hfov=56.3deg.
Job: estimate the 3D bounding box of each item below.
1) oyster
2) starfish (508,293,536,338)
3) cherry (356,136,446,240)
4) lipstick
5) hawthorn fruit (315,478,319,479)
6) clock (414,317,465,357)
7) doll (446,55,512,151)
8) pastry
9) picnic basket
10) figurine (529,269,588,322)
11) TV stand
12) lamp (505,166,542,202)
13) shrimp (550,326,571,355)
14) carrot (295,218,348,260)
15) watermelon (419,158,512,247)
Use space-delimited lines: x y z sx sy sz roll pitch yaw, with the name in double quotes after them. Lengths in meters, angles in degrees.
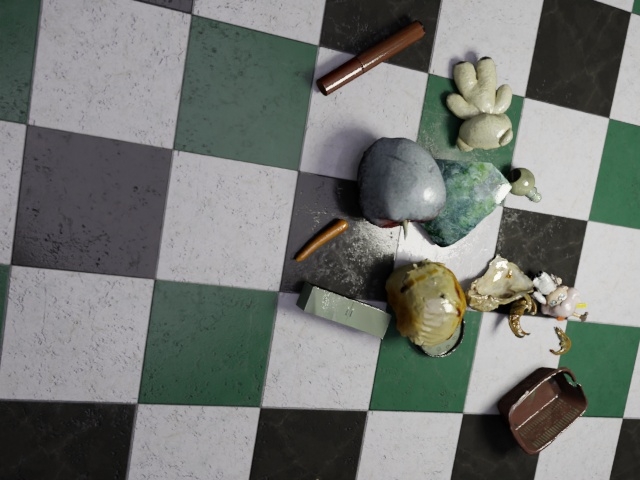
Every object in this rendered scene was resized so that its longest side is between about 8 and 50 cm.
0.559 0.156 1.927 0.232 0.161 0.107 -23 140 -17 "oyster"
0.654 0.245 1.950 0.190 0.074 0.146 32 79 -61 "starfish"
0.222 -0.147 1.688 0.218 0.255 0.296 -11 89 -42 "cherry"
0.147 -0.522 1.704 0.356 0.057 0.057 -34 107 -12 "lipstick"
0.061 0.828 1.824 0.199 0.199 0.251 -33 94 -12 "hawthorn fruit"
0.380 0.285 1.915 0.184 0.040 0.185 -3 99 -19 "clock"
0.490 -0.413 1.819 0.149 0.175 0.278 -13 95 -55 "doll"
0.339 0.176 1.787 0.236 0.170 0.256 -7 70 -22 "pastry"
0.735 0.558 2.032 0.297 0.129 0.222 -35 106 -12 "picnic basket"
0.789 0.190 2.009 0.229 0.112 0.137 43 107 -13 "figurine"
0.070 0.205 1.772 0.269 0.088 0.083 21 91 -21 "TV stand"
0.663 -0.168 1.928 0.163 0.091 0.091 33 87 -37 "lamp"
0.831 0.355 2.091 0.083 0.023 0.114 -36 111 -8 "shrimp"
0.000 0.000 1.748 0.190 0.037 0.037 -36 108 -7 "carrot"
0.390 -0.152 1.823 0.289 0.213 0.320 39 128 11 "watermelon"
